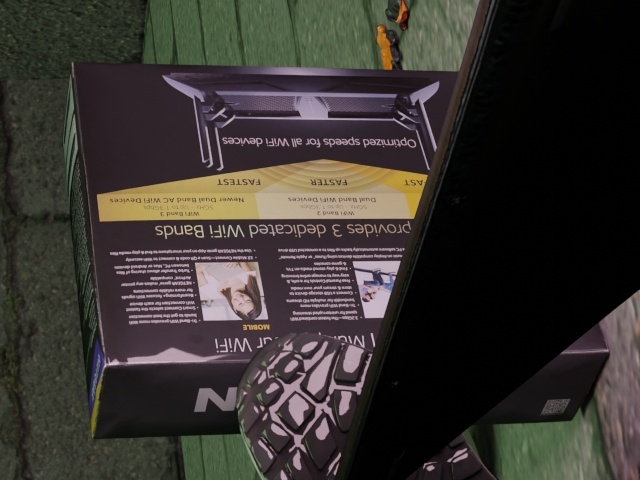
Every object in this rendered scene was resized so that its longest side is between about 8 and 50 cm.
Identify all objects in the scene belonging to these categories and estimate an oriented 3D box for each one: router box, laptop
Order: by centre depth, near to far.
[{"bbox_3d":[0.104,-0.153,0.701,0.236,0.408,0.382,44,150,21],"label":"laptop"},{"bbox_3d":[0.000,0.000,1.044,0.081,0.308,0.243,106,158,-48],"label":"router box"}]

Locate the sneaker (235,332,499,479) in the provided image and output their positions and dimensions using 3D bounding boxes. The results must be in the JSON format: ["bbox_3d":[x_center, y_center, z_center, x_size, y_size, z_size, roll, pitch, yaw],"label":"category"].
[{"bbox_3d":[0.065,0.164,0.937,0.107,0.283,0.124,-52,0,-11],"label":"sneaker"}]

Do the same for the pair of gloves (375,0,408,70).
[{"bbox_3d":[0.061,-0.188,1.445,0.074,0.010,0.083,-107,18,-51],"label":"pair of gloves"}]

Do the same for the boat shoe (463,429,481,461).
[{"bbox_3d":[0.064,0.258,1.262,0.109,0.091,0.305,15,115,41],"label":"boat shoe"}]
